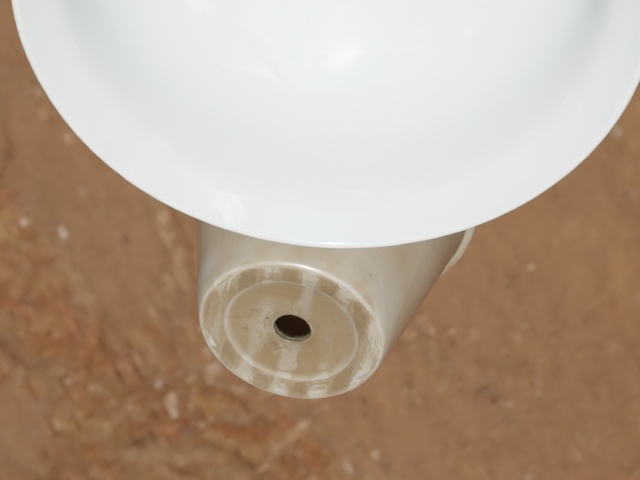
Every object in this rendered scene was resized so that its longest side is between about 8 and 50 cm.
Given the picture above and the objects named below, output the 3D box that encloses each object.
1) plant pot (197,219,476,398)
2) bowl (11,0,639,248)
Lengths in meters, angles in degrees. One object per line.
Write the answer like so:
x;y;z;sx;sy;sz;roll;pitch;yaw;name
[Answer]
0.000;0.000;1.975;0.323;0.280;0.323;7;132;8;plant pot
0.009;-0.146;0.923;0.134;0.298;0.298;-84;-11;-48;bowl
